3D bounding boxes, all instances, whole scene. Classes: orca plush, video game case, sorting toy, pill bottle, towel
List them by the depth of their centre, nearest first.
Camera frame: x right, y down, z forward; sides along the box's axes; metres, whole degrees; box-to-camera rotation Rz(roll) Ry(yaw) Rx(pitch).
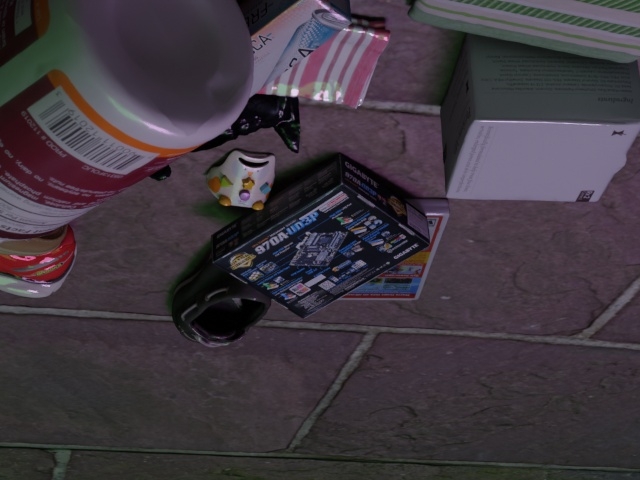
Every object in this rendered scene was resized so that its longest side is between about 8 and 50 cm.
[{"bbox_3d":[0.223,-0.226,1.377,0.248,0.038,0.325,10,175,-4],"label":"towel"},{"bbox_3d":[-0.269,-0.131,1.477,0.224,0.224,0.392,21,147,-39],"label":"pill bottle"},{"bbox_3d":[-0.036,-0.191,1.590,0.197,0.029,0.144,4,154,-11],"label":"towel"},{"bbox_3d":[-0.165,-0.103,1.685,0.287,0.102,0.151,3,155,-10],"label":"orca plush"},{"bbox_3d":[-0.089,-0.079,1.827,0.083,0.045,0.075,6,135,-17],"label":"sorting toy"},{"bbox_3d":[0.052,0.015,2.044,0.204,0.025,0.285,1,155,-5],"label":"video game case"}]

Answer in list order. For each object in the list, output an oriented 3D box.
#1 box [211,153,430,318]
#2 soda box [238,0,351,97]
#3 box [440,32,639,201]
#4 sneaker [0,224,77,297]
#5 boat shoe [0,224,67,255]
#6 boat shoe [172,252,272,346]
[{"bbox_3d":[0.000,0.000,1.903,0.220,0.051,0.175,-32,134,29],"label":"box"},{"bbox_3d":[-0.055,-0.200,1.493,0.183,0.058,0.063,-32,134,33],"label":"soda box"},{"bbox_3d":[0.232,-0.133,1.624,0.182,0.119,0.181,1,154,-6],"label":"box"},{"bbox_3d":[-0.445,-0.009,1.911,0.279,0.107,0.118,6,136,-23],"label":"sneaker"},{"bbox_3d":[-0.389,-0.061,1.759,0.089,0.104,0.285,-16,151,34],"label":"boat shoe"},{"bbox_3d":[-0.140,0.096,2.121,0.112,0.095,0.335,6,154,-16],"label":"boat shoe"}]
